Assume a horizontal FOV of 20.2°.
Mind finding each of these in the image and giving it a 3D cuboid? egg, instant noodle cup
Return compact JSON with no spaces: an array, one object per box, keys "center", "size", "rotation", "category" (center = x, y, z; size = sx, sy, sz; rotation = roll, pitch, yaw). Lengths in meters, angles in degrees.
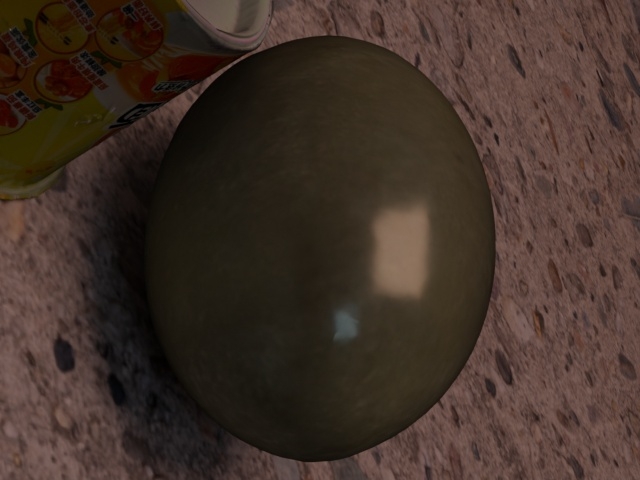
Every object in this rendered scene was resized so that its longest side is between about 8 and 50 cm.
[{"center":[0.000,0.000,1.298],"size":[0.258,0.258,0.352],"rotation":[55,25,-27],"category":"egg"},{"center":[-0.164,-0.177,1.173],"size":[0.264,0.200,0.264],"rotation":[48,31,-41],"category":"instant noodle cup"}]
